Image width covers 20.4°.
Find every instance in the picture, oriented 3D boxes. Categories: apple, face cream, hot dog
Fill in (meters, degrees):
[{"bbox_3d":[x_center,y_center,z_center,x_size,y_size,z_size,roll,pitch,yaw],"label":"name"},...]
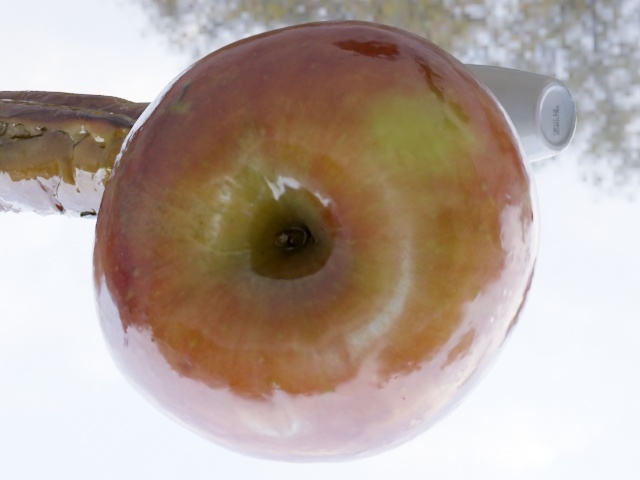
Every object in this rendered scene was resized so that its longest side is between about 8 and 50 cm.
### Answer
[{"bbox_3d":[0.000,0.000,0.638,0.163,0.163,0.139,-1,177,10],"label":"apple"},{"bbox_3d":[0.081,-0.078,1.147,0.051,0.072,0.182,-7,-173,-43],"label":"face cream"},{"bbox_3d":[-0.156,-0.050,1.023,0.115,0.072,0.269,0,-173,-45],"label":"hot dog"}]
